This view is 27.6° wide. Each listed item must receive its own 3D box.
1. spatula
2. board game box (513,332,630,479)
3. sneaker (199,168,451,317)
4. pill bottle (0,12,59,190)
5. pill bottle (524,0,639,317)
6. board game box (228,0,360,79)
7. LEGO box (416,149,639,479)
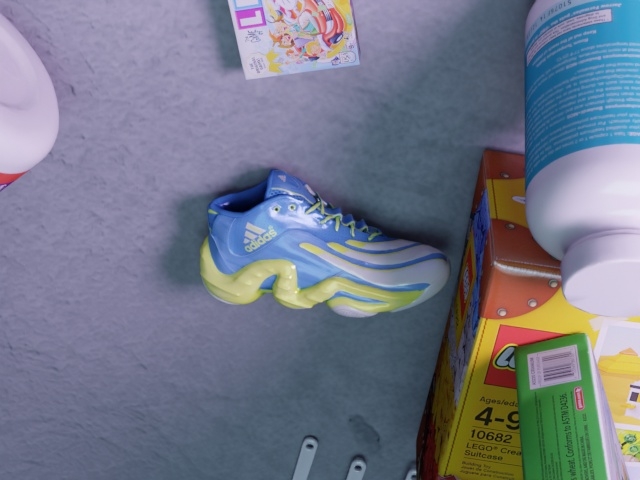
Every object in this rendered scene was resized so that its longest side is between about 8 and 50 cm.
[{"bbox_3d":[0.023,0.325,1.474,0.168,0.019,0.242,16,122,-1],"label":"spatula"},{"bbox_3d":[0.231,0.273,1.059,0.064,0.242,0.317,-13,121,14],"label":"board game box"},{"bbox_3d":[0.000,0.000,1.213,0.240,0.091,0.126,-2,123,6],"label":"sneaker"},{"bbox_3d":[-0.396,-0.070,1.135,0.323,0.181,0.181,-32,116,23],"label":"pill bottle"},{"bbox_3d":[0.234,-0.076,1.028,0.146,0.264,0.146,4,150,2],"label":"pill bottle"},{"bbox_3d":[-0.028,-0.217,1.108,0.103,0.026,0.154,-7,123,8],"label":"board game box"},{"bbox_3d":[0.364,0.149,1.230,0.500,0.193,0.373,8,124,-2],"label":"LEGO box"}]
